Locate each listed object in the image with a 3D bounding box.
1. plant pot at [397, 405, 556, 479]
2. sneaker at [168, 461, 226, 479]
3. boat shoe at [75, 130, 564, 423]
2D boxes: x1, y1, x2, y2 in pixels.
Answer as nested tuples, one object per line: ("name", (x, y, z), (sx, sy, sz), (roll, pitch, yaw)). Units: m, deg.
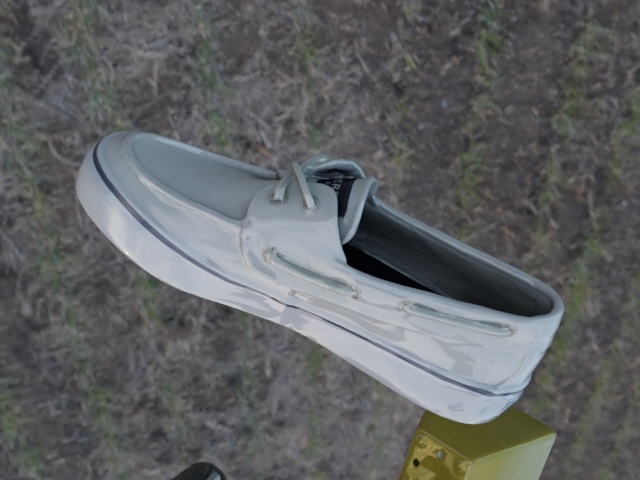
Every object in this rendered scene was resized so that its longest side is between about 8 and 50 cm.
("plant pot", (0.102, 0.157, 0.811), (0.083, 0.081, 0.081), (-5, 118, -52))
("sneaker", (-0.174, 0.202, 0.820), (0.228, 0.132, 0.086), (-42, 173, -46))
("boat shoe", (0.000, 0.000, 0.607), (0.088, 0.267, 0.096), (-63, 174, 35))
